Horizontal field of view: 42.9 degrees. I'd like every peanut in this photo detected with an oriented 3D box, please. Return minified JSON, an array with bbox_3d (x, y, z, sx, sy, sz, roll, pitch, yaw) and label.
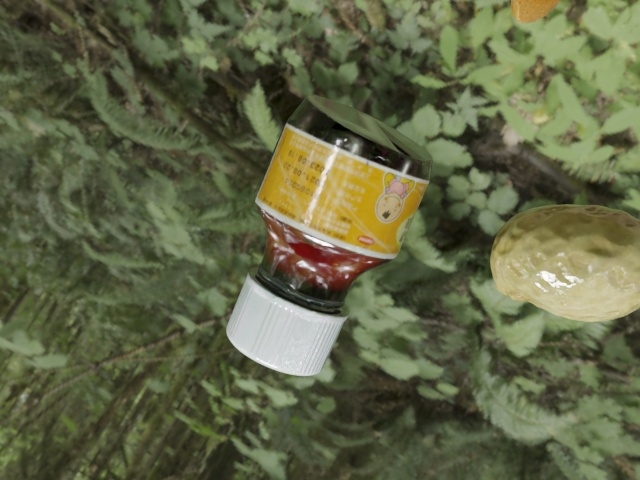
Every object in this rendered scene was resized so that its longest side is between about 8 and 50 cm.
[{"bbox_3d":[0.243,0.022,0.787,0.159,0.109,0.140,-6,141,34],"label":"peanut"}]

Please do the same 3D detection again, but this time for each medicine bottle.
[{"bbox_3d":[0.000,0.000,1.249,0.242,0.395,0.242,21,-165,-6],"label":"medicine bottle"}]

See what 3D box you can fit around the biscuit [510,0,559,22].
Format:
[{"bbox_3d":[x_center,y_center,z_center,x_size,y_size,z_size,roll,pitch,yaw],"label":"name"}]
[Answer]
[{"bbox_3d":[0.178,-0.297,0.768,0.250,0.165,0.036,4,-132,-42],"label":"biscuit"}]
